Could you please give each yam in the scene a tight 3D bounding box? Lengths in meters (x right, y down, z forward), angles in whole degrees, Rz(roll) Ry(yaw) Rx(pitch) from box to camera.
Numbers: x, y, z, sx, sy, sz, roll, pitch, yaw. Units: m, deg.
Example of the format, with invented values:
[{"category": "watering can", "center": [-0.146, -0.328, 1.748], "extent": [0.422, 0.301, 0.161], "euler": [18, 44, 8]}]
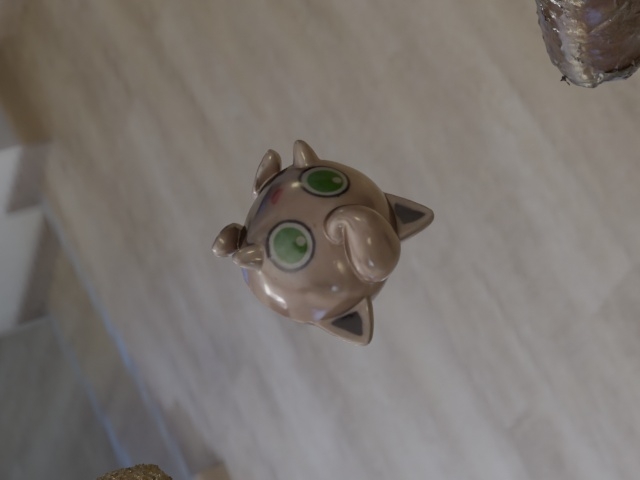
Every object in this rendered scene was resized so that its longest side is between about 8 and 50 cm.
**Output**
[{"category": "yam", "center": [0.172, -0.161, 1.114], "extent": [0.079, 0.079, 0.141], "euler": [52, 174, 32]}]

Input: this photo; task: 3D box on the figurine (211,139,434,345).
[{"category": "figurine", "center": [0.000, 0.000, 1.283], "extent": [0.138, 0.125, 0.125], "euler": [25, 134, 16]}]

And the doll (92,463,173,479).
[{"category": "doll", "center": [-0.156, 0.237, 1.405], "extent": [0.105, 0.115, 0.221], "euler": [25, 151, 1]}]
